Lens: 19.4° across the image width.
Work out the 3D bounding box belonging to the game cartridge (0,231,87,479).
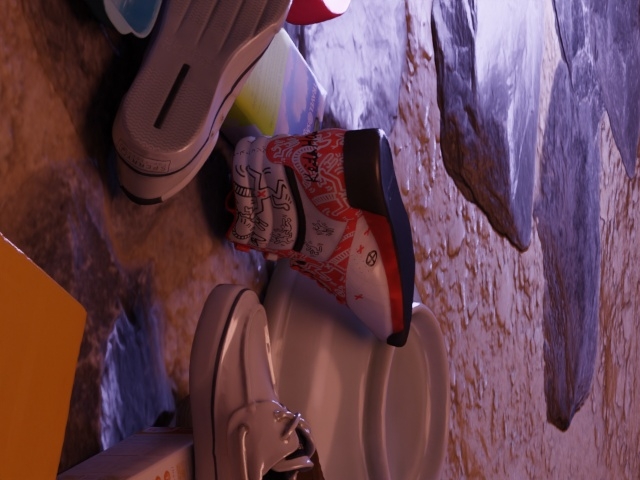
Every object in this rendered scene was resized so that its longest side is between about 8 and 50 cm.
[{"bbox_3d":[-0.249,0.136,1.133,0.285,0.052,0.324,52,41,-57],"label":"game cartridge"}]

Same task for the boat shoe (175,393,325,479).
[{"bbox_3d":[-0.048,0.223,1.579,0.302,0.098,0.109,53,50,-39],"label":"boat shoe"}]

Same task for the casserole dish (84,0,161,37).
[{"bbox_3d":[-0.147,-0.239,1.394,0.114,0.037,0.188,56,39,-55],"label":"casserole dish"}]

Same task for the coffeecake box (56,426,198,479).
[{"bbox_3d":[-0.135,0.228,1.386,0.185,0.068,0.142,-22,109,-67],"label":"coffeecake box"}]

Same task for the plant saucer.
[{"bbox_3d":[0.049,0.165,1.816,0.400,0.100,0.401,1,90,-68],"label":"plant saucer"}]

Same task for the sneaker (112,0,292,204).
[{"bbox_3d":[-0.099,-0.137,1.457,0.258,0.094,0.091,-60,179,-36],"label":"sneaker"}]

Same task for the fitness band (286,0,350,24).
[{"bbox_3d":[-0.038,-0.311,1.608,0.291,0.054,0.209,51,35,-57],"label":"fitness band"}]

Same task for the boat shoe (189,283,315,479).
[{"bbox_3d":[-0.045,0.161,1.411,0.095,0.084,0.258,7,81,-68],"label":"boat shoe"}]

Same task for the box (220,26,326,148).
[{"bbox_3d":[-0.049,-0.129,1.633,0.178,0.042,0.109,52,43,-57],"label":"box"}]

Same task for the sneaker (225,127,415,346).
[{"bbox_3d":[0.000,-0.001,1.637,0.270,0.145,0.090,75,18,-53],"label":"sneaker"}]
